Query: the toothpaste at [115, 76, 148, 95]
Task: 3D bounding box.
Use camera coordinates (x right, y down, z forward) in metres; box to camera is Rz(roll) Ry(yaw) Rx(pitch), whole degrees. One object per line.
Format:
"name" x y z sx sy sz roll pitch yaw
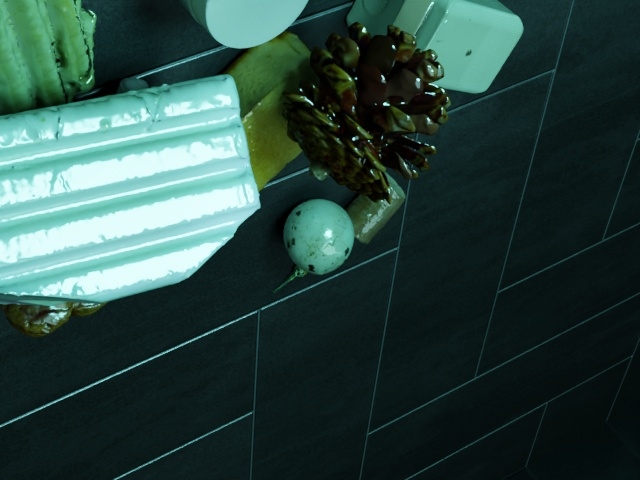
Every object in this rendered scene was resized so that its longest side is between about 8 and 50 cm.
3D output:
"toothpaste" -0.311 -0.129 1.858 0.099 0.069 0.282 14 135 -17

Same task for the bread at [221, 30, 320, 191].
"bread" -0.101 -0.189 1.945 0.274 0.114 0.185 -42 150 4

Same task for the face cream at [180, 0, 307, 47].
"face cream" -0.118 -0.373 1.677 0.177 0.153 0.177 -27 146 -20

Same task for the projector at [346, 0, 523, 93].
"projector" 0.175 -0.346 1.978 0.242 0.177 0.163 0 127 -47

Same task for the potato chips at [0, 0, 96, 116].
"potato chips" -0.448 -0.246 1.574 0.358 0.070 0.429 -32 148 -20

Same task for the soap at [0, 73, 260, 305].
"soap" -0.306 -0.053 1.646 0.446 0.156 0.261 -16 99 -32

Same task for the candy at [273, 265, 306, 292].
"candy" -0.060 0.073 2.374 0.083 0.023 0.025 -36 156 11

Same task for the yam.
"yam" 0.098 -0.059 2.322 0.127 0.084 0.084 -46 147 14

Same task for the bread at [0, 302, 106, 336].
"bread" -0.390 0.015 1.773 0.232 0.247 0.135 -14 165 -21

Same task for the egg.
"egg" 0.000 0.000 2.242 0.131 0.131 0.164 -33 144 -11

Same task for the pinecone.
"pinecone" 0.068 -0.197 1.802 0.264 0.264 0.264 -26 144 -21
